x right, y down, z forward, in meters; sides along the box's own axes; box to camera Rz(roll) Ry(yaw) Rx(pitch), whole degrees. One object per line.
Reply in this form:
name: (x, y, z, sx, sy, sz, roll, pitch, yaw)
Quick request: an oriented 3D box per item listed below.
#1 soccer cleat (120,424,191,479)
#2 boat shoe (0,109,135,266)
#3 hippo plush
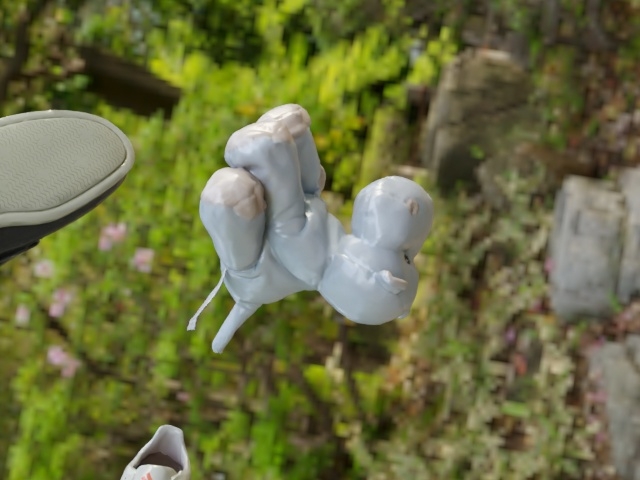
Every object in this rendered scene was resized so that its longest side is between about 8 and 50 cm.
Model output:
soccer cleat: (-0.127, 0.205, 1.234, 0.196, 0.068, 0.076, -89, 11, -66)
boat shoe: (-0.226, -0.016, 1.114, 0.233, 0.084, 0.079, -31, -16, -30)
hippo plush: (0.000, 0.000, 1.973, 0.234, 0.236, 0.294, 52, -124, -68)
